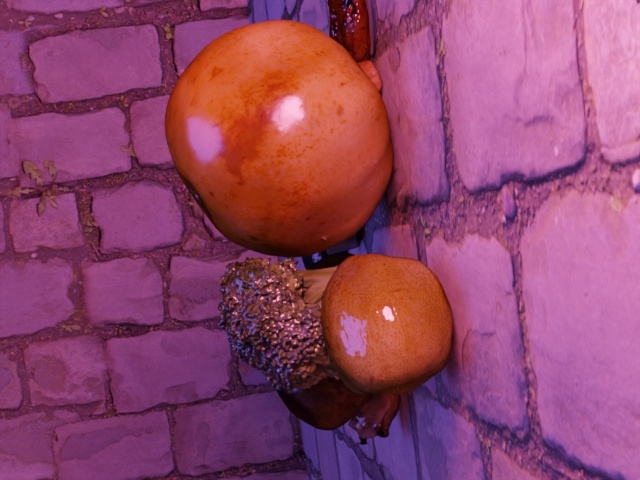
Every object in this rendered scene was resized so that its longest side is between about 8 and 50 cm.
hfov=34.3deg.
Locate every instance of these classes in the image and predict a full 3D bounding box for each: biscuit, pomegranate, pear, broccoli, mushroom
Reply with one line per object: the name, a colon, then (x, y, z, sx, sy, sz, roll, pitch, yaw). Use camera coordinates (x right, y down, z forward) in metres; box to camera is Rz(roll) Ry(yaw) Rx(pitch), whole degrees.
biscuit: (0.048, -0.393, 1.884, 0.192, 0.049, 0.192, 166, 90, -77)
pomegranate: (-0.055, -0.174, 1.761, 0.417, 0.417, 0.416, 173, 90, -82)
pear: (0.095, 0.117, 1.528, 0.228, 0.188, 0.211, 106, 151, -73)
broccoli: (-0.052, 0.134, 1.740, 0.288, 0.260, 0.235, 44, 117, 40)
mushroom: (0.048, 0.202, 1.977, 0.345, 0.260, 0.345, -55, 22, 35)

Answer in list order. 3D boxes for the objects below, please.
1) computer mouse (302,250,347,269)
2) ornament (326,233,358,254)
computer mouse: (0.000, 0.000, 2.427, 0.170, 0.100, 0.269, 130, 132, -76)
ornament: (0.027, -0.064, 2.102, 0.285, 0.121, 0.130, 91, 167, -52)
